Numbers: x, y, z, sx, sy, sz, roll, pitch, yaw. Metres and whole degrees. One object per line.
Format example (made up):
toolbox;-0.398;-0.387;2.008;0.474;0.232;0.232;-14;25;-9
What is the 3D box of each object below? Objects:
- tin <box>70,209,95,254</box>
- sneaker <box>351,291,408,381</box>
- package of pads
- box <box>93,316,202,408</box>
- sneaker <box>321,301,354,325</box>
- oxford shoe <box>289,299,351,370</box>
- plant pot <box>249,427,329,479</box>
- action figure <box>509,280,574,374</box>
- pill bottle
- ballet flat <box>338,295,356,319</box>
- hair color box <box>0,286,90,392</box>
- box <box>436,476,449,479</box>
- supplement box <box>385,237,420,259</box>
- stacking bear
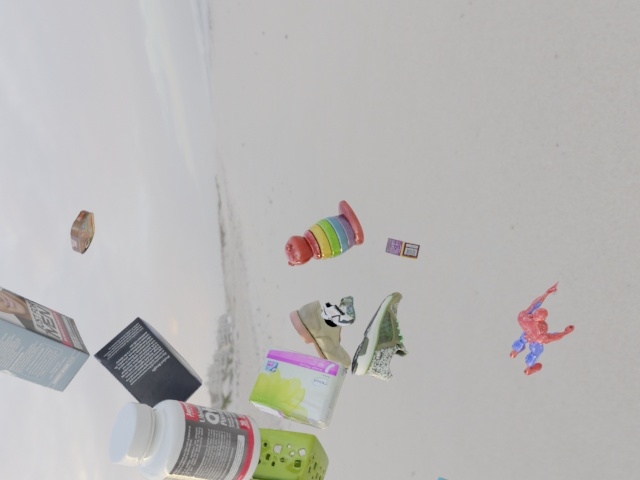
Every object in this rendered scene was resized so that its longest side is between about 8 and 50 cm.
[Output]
tin;-0.803;-0.029;1.871;0.189;0.040;0.106;119;173;-53
sneaker;0.264;0.385;2.164;0.410;0.182;0.158;-59;-5;-36
package of pads;-0.081;0.515;1.941;0.101;0.297;0.229;71;-146;-53
box;-0.540;0.417;1.791;0.294;0.183;0.296;47;164;0
sneaker;0.046;0.200;1.502;0.109;0.040;0.043;16;109;37
oxford shoe;0.039;0.386;2.185;0.397;0.146;0.140;51;-172;-39
plant pot;-0.117;0.782;1.860;0.228;0.227;0.207;71;-154;-43
action figure;0.501;0.197;1.236;0.091;0.139;0.280;52;174;32
pill bottle;-0.313;0.471;1.289;0.176;0.318;0.176;-30;48;40
ballet flat;0.103;0.271;2.167;0.188;0.070;0.070;-88;-11;-77
hair color box;-0.717;0.185;1.214;0.374;0.113;0.185;39;176;-41
box;0.508;1.015;2.081;0.100;0.060;0.244;-59;27;4
supplement box;0.225;0.022;1.516;0.083;0.055;0.043;17;97;62
stacking bear;0.000;0.000;2.053;0.164;0.289;0.175;54;160;36
